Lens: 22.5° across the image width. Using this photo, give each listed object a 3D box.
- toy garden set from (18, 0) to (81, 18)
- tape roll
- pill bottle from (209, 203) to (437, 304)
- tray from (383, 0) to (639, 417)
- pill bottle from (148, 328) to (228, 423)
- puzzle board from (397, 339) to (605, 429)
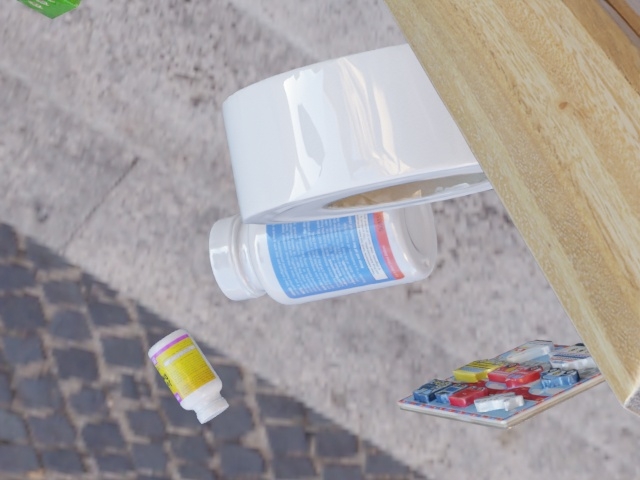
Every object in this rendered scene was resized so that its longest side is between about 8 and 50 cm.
[{"bbox_3d":[-0.283,-0.257,1.226,0.244,0.204,0.049,28,83,-19],"label":"toy garden set"},{"bbox_3d":[0.067,-0.086,1.305,0.286,0.286,0.100,-11,85,10],"label":"tape roll"},{"bbox_3d":[0.000,0.000,1.692,0.221,0.124,0.124,-12,125,22],"label":"pill bottle"},{"bbox_3d":[0.138,-0.043,0.625,0.203,0.411,0.076,29,110,-26],"label":"tray"},{"bbox_3d":[-0.120,0.126,1.484,0.043,0.043,0.083,-39,80,26],"label":"pill bottle"},{"bbox_3d":[0.111,0.077,0.908,0.096,0.128,0.011,-23,99,-21],"label":"puzzle board"}]
